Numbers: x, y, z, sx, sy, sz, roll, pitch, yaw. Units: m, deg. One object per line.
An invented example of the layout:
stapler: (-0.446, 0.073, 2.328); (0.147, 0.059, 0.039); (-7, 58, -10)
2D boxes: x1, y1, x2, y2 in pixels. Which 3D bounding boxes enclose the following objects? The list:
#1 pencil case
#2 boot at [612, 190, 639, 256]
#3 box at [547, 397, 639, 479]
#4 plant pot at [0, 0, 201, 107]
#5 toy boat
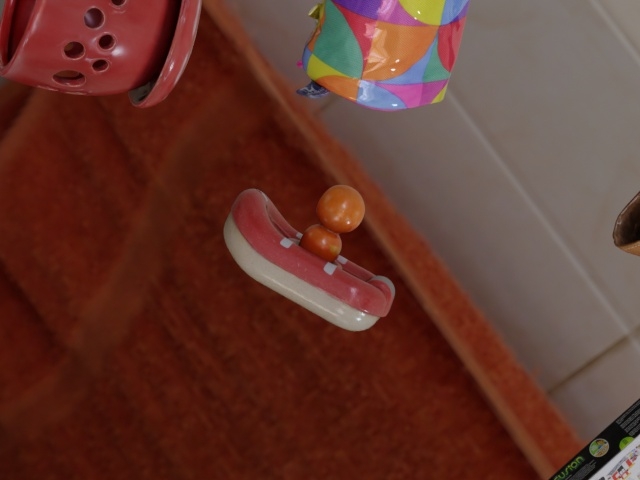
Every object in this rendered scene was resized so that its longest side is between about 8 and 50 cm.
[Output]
pencil case: (0.050, -0.192, 0.954); (0.104, 0.104, 0.236); (-27, 139, -51)
boot: (0.396, -0.037, 1.263); (0.283, 0.220, 0.109); (-43, -149, 44)
box: (0.333, 0.233, 1.658); (0.207, 0.036, 0.114); (-41, 133, -3)
plant pot: (-0.222, -0.237, 1.599); (0.174, 0.191, 0.191); (13, 149, -21)
toy boat: (0.000, 0.000, 1.915); (0.151, 0.231, 0.151); (-61, 176, 7)
